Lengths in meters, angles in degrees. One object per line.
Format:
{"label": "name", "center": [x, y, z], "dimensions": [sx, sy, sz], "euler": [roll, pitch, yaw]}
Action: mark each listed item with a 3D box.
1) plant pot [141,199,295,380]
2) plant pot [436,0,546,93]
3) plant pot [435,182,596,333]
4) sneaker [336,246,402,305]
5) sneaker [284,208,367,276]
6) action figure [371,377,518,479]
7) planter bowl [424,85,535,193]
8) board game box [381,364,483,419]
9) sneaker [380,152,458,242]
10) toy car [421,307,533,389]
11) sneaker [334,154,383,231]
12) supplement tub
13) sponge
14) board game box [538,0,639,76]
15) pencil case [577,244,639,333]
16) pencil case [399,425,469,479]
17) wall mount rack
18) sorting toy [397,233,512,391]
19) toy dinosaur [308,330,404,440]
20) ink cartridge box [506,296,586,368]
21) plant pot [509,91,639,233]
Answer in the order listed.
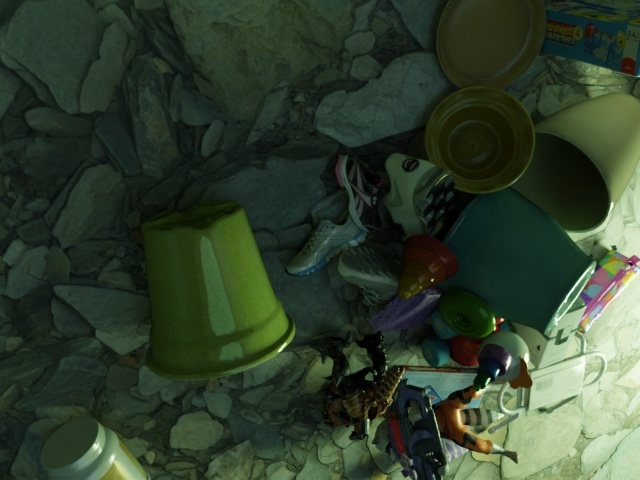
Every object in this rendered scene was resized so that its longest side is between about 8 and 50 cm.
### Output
{"label": "plant pot", "center": [-0.201, 0.070, 1.254], "dimensions": [0.276, 0.276, 0.253], "euler": [-15, 108, -19]}
{"label": "plant pot", "center": [0.332, -0.410, 1.383], "dimensions": [0.237, 0.032, 0.236], "euler": [-8, 119, -14]}
{"label": "plant pot", "center": [0.412, 0.054, 1.465], "dimensions": [0.272, 0.255, 0.271], "euler": [-41, 153, -26]}
{"label": "sneaker", "center": [0.121, 0.095, 1.467], "dimensions": [0.281, 0.105, 0.115], "euler": [18, 116, -49]}
{"label": "sneaker", "center": [0.000, 0.000, 1.421], "dimensions": [0.191, 0.071, 0.082], "euler": [-34, 118, -18]}
{"label": "action figure", "center": [0.288, 0.478, 1.662], "dimensions": [0.331, 0.178, 0.341], "euler": [-6, 89, 4]}
{"label": "planter bowl", "center": [0.318, -0.198, 1.435], "dimensions": [0.217, 0.090, 0.217], "euler": [0, 87, 4]}
{"label": "board game box", "center": [0.296, 0.386, 1.769], "dimensions": [0.282, 0.027, 0.145], "euler": [8, 109, -29]}
{"label": "sneaker", "center": [0.197, -0.067, 1.459], "dimensions": [0.122, 0.146, 0.330], "euler": [-43, 150, -20]}
{"label": "toy car", "center": [0.392, 0.255, 1.602], "dimensions": [0.219, 0.238, 0.210], "euler": [-14, 138, -23]}
{"label": "sneaker", "center": [0.092, -0.093, 1.391], "dimensions": [0.077, 0.072, 0.178], "euler": [-9, 129, 26]}
{"label": "supplement tub", "center": [-0.437, 0.455, 1.374], "dimensions": [0.144, 0.144, 0.199], "euler": [-31, 123, -10]}
{"label": "sponge", "center": [0.201, 0.148, 1.536], "dimensions": [0.117, 0.031, 0.210], "euler": [-47, 155, 21]}
{"label": "board game box", "center": [0.627, -0.415, 1.376], "dimensions": [0.309, 0.302, 0.086], "euler": [-15, 119, -20]}
{"label": "pencil case", "center": [0.717, 0.128, 1.806], "dimensions": [0.104, 0.104, 0.236], "euler": [38, 93, -34]}
{"label": "pencil case", "center": [0.303, 0.543, 1.819], "dimensions": [0.206, 0.086, 0.088], "euler": [-22, 154, -14]}
{"label": "wall mount rack", "center": [0.575, 0.389, 1.855], "dimensions": [0.350, 0.130, 0.303], "euler": [-11, 114, -21]}
{"label": "sorting toy", "center": [0.258, 0.164, 1.417], "dimensions": [0.126, 0.127, 0.365], "euler": [-47, 111, -34]}
{"label": "toy dinosaur", "center": [0.092, 0.312, 1.510], "dimensions": [0.322, 0.218, 0.164], "euler": [-26, 154, 38]}
{"label": "ink cartridge box", "center": [0.528, 0.180, 1.674], "dimensions": [0.087, 0.153, 0.208], "euler": [-17, 137, -17]}
{"label": "plant pot", "center": [0.581, -0.197, 1.516], "dimensions": [0.274, 0.257, 0.256], "euler": [-39, 126, -23]}
